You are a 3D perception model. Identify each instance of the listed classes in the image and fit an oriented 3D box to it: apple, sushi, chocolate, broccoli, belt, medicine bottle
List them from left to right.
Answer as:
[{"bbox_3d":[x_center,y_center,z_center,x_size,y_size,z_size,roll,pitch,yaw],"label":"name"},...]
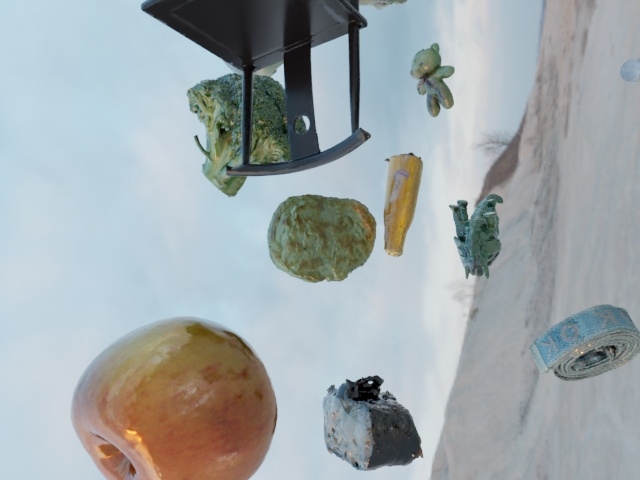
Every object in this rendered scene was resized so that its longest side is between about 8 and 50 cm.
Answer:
[{"bbox_3d":[-0.226,0.269,0.873,0.275,0.299,0.299,-20,-68,-48],"label":"apple"},{"bbox_3d":[-0.147,-0.208,1.096,0.242,0.269,0.261,-52,-30,8],"label":"broccoli"},{"bbox_3d":[0.134,0.483,1.506,0.348,0.207,0.235,175,96,-70],"label":"sushi"},{"bbox_3d":[0.173,-0.074,1.191,0.085,0.085,0.219,42,-127,-63],"label":"chocolate"},{"bbox_3d":[0.494,0.192,1.013,0.163,0.147,0.082,-56,27,36],"label":"belt"},{"bbox_3d":[0.717,-0.367,1.186,0.191,0.051,0.051,-13,-72,-28],"label":"medicine bottle"}]

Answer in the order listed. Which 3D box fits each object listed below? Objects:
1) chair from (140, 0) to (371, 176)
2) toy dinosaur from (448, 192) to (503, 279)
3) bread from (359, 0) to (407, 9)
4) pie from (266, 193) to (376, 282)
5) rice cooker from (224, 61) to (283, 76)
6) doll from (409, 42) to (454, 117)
[{"bbox_3d":[-0.053,-0.202,0.480,0.141,0.154,0.260,17,-112,-53],"label":"chair"},{"bbox_3d":[0.270,-0.034,0.947,0.292,0.079,0.120,-64,-37,-49],"label":"toy dinosaur"},{"bbox_3d":[0.196,-0.691,1.467,0.156,0.260,0.158,4,-114,-63],"label":"bread"},{"bbox_3d":[0.000,0.000,1.261,0.090,0.247,0.201,80,-163,-80],"label":"pie"},{"bbox_3d":[-0.173,-0.578,1.446,0.277,0.288,0.288,47,-140,-18],"label":"rice cooker"},{"bbox_3d":[0.245,-0.354,1.234,0.077,0.115,0.150,-18,-95,-31],"label":"doll"}]
